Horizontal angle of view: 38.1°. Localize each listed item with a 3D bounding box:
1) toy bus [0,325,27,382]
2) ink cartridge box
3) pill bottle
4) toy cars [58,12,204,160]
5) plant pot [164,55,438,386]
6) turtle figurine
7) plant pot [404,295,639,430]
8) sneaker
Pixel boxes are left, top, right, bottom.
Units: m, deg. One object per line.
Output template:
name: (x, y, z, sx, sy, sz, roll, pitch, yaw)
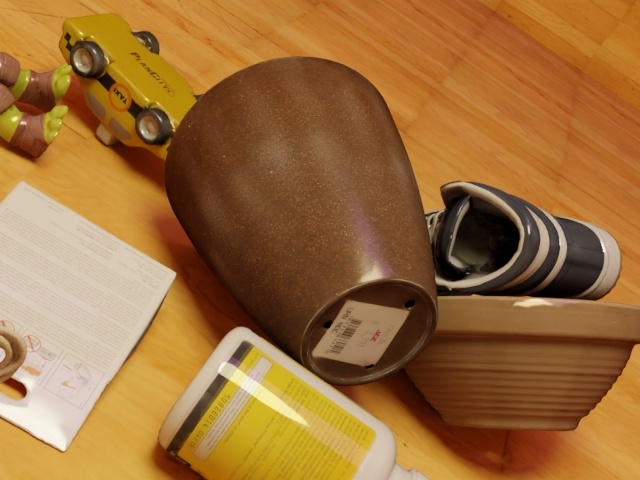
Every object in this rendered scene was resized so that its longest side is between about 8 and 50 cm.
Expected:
toy bus: (-0.269, 0.061, 0.434, 0.202, 0.191, 0.104, 11, 37, -35)
ink cartridge box: (-0.206, 0.056, 0.679, 0.145, 0.045, 0.179, 31, 48, -6)
pill bottle: (-0.013, 0.150, 0.649, 0.184, 0.103, 0.103, 35, 29, 2)
toy cars: (-0.095, -0.100, 0.963, 0.394, 0.087, 0.176, 22, 36, -27)
plant pot: (0.000, 0.000, 0.753, 0.215, 0.215, 0.230, 15, 31, -31)
turtle figurine: (-0.329, -0.148, 0.792, 0.217, 0.087, 0.269, 27, 21, -28)
plant pot: (0.168, 0.112, 0.830, 0.237, 0.237, 0.109, 9, 79, -37)
sneaker: (0.109, 0.007, 0.842, 0.153, 0.282, 0.099, 12, 80, -43)
